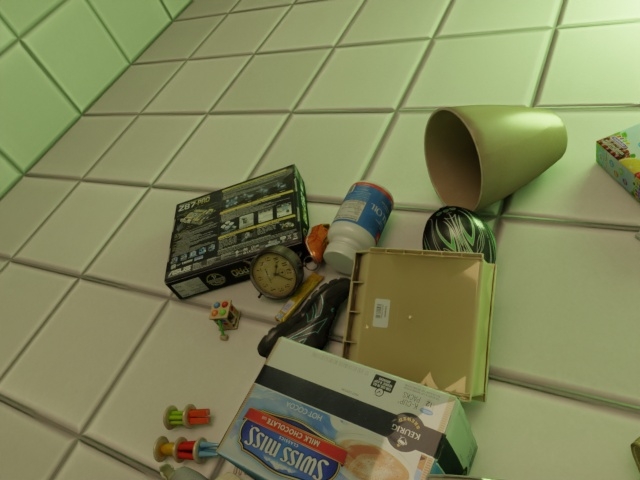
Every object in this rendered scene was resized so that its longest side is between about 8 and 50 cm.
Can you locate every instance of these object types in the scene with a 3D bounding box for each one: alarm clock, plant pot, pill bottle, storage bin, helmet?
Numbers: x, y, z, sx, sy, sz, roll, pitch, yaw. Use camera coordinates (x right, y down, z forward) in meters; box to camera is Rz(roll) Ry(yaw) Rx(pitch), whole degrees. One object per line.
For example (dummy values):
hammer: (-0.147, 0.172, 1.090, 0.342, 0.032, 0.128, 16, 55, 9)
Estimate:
alarm clock: (-0.089, 0.072, 1.250, 0.192, 0.129, 0.064, -14, 14, 26)
plant pot: (0.429, -0.215, 1.214, 0.274, 0.256, 0.256, -16, 44, -13)
pill bottle: (0.091, -0.031, 1.264, 0.124, 0.124, 0.221, 8, 56, 30)
storage bin: (0.188, 0.156, 0.985, 0.260, 0.123, 0.262, 3, 79, 28)
helmet: (0.301, 0.016, 1.110, 0.169, 0.169, 0.161, -19, 29, 9)

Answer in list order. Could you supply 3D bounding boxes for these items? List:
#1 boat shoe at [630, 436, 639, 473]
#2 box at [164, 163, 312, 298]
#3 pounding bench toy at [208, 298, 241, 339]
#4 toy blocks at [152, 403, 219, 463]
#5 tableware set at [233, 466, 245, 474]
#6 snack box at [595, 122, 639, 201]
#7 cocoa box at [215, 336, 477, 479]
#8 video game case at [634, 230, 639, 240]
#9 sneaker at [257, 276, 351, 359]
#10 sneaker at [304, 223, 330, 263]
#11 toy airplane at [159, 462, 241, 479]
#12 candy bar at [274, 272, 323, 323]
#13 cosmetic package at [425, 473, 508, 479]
boat shoe: (0.489, 0.427, 0.673, 0.110, 0.122, 0.341, -17, 48, 12)
box: (-0.230, -0.030, 1.433, 0.395, 0.097, 0.318, -18, 48, 10)
pounding bench toy: (-0.240, 0.195, 1.258, 0.052, 0.065, 0.083, -8, 49, 18)
toy blocks: (-0.270, 0.411, 1.089, 0.148, 0.054, 0.123, -7, 49, 19)
tableware set: (-0.125, 0.405, 1.048, 0.104, 0.024, 0.154, -6, 49, 20)
snack box: (0.747, -0.177, 1.122, 0.174, 0.070, 0.207, -22, 44, 6)
cocoa box: (0.051, 0.354, 0.864, 0.347, 0.231, 0.228, 12, 58, 32)
video game case: (0.723, -0.020, 1.038, 0.122, 0.011, 0.087, -34, 45, -6)
sneaker: (-0.013, 0.193, 1.154, 0.267, 0.101, 0.106, -41, 68, -14)
sneaker: (0.000, 0.000, 1.293, 0.067, 0.064, 0.175, -18, 27, 14)
toy airplane: (-0.312, 0.522, 0.810, 0.384, 0.272, 0.386, -10, 9, -8)
candy bar: (-0.054, 0.140, 1.253, 0.040, 0.018, 0.161, 22, 63, 41)
cosmetic package: (0.292, 0.392, 0.647, 0.296, 0.129, 0.153, 13, 63, -17)
